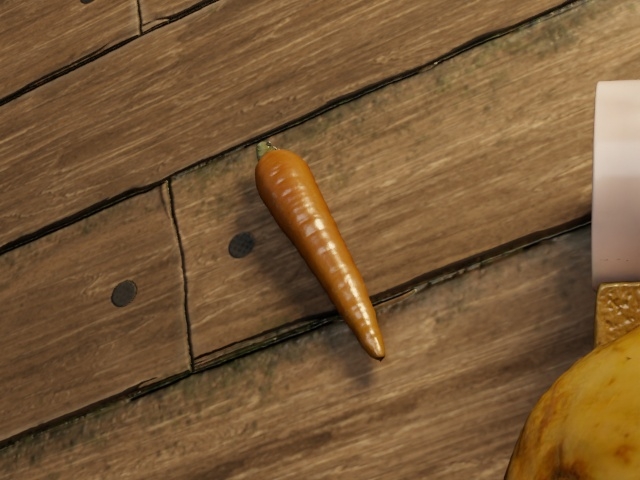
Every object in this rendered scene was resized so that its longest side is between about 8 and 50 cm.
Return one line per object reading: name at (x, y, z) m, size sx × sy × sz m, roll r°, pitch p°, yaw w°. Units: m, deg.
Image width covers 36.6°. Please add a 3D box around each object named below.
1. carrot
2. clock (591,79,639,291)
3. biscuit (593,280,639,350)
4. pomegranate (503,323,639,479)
carrot at (0.000, 0.000, 1.088) m, size 0.069 × 0.069 × 0.336 m, roll -34°, pitch 56°, yaw 4°
clock at (0.287, -0.049, 0.891) m, size 0.068 × 0.197 × 0.197 m, roll 2°, pitch 63°, yaw 17°
biscuit at (0.322, 0.125, 0.820) m, size 0.212 × 0.041 × 0.239 m, roll -45°, pitch 77°, yaw 13°
pomegranate at (0.318, 0.226, 0.633) m, size 0.410 × 0.410 × 0.410 m, roll -12°, pitch 58°, yaw 20°
